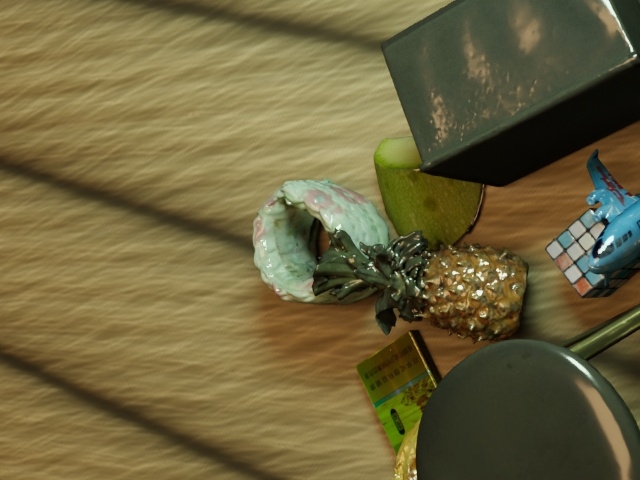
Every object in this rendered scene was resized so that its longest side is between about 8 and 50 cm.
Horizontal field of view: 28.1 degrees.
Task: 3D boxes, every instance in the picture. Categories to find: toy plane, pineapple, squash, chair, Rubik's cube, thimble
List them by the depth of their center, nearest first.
[{"bbox_3d":[0.352,0.256,1.584,0.365,0.410,0.361,-34,70,38],"label":"chair"},{"bbox_3d":[0.432,-0.029,1.672,0.254,0.271,0.105,32,149,32],"label":"toy plane"},{"bbox_3d":[0.388,0.018,1.780,0.092,0.092,0.092,-45,64,26],"label":"Rubik's cube"},{"bbox_3d":[0.143,0.068,1.872,0.310,0.141,0.170,10,115,10],"label":"pineapple"},{"bbox_3d":[0.153,-0.077,1.958,0.192,0.085,0.184,-3,86,37],"label":"squash"},{"bbox_3d":[0.000,0.000,2.028,0.185,0.149,0.210,-24,74,35],"label":"thimble"}]

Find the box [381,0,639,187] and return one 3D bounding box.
[{"bbox_3d":[0.301,-0.240,1.753,0.345,0.251,0.204,-27,73,32],"label":"box"}]

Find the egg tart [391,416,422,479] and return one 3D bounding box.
[{"bbox_3d":[0.226,0.347,1.854,0.241,0.106,0.241,-3,75,10],"label":"egg tart"}]

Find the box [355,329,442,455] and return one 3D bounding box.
[{"bbox_3d":[0.143,0.252,1.989,0.121,0.030,0.193,-36,69,30],"label":"box"}]
